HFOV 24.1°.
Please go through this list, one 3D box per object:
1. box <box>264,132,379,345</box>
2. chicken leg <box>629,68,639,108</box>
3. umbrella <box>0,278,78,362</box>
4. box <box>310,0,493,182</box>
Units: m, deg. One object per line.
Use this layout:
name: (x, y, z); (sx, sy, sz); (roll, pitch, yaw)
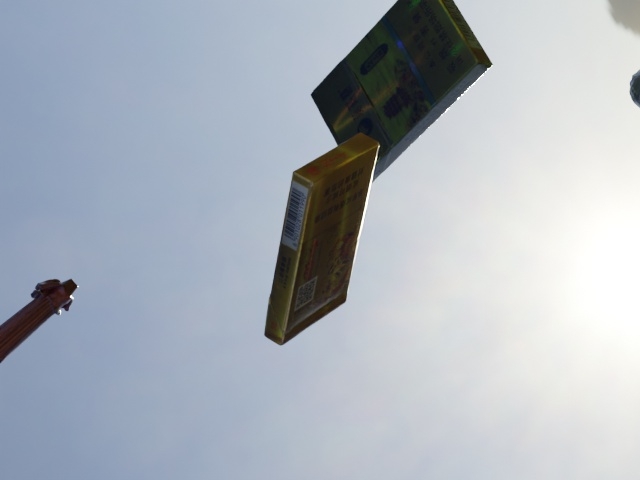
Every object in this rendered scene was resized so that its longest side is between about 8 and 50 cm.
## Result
box: (0.000, 0.000, 1.145); (0.022, 0.156, 0.089); (32, -138, 26)
chicken leg: (0.284, -0.188, 1.151); (0.140, 0.211, 0.361); (-9, -136, -27)
umbrella: (-0.201, 0.076, 0.832); (0.027, 0.165, 0.025); (52, 171, -17)
box: (0.079, -0.165, 1.542); (0.030, 0.193, 0.121); (3, -128, -48)
